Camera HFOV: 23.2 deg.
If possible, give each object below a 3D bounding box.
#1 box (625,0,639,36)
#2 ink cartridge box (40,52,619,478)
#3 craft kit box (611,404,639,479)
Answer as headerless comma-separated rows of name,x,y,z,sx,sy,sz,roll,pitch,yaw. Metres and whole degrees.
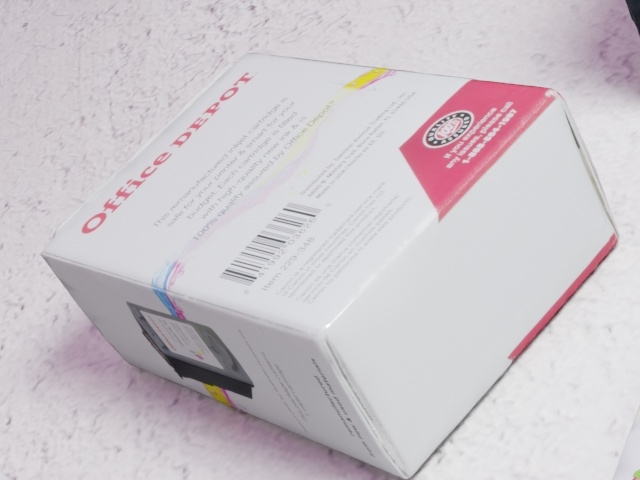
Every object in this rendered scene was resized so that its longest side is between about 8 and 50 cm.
box,0.386,-0.304,1.045,0.293,0.212,0.395,-5,38,36
ink cartridge box,0.000,0.000,1.011,0.226,0.131,0.306,-46,33,-23
craft kit box,0.247,0.095,0.652,0.250,0.061,0.246,13,74,48
